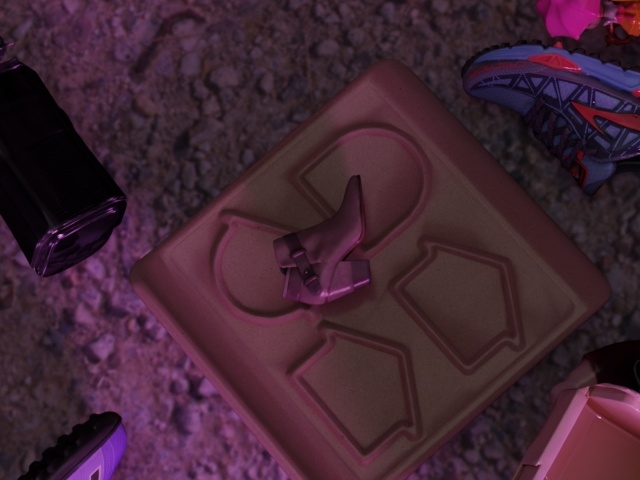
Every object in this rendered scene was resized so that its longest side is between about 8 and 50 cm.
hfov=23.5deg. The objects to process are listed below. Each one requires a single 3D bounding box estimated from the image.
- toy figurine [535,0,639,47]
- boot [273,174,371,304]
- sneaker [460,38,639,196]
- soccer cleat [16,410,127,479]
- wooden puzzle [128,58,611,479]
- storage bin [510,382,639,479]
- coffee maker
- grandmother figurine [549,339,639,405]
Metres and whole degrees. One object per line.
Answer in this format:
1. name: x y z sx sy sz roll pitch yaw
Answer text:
1. toy figurine: 0.281 -0.220 1.437 0.159 0.173 0.130 6 82 3
2. boot: 0.000 0.000 1.413 0.087 0.042 0.118 -5 73 4
3. sneaker: 0.254 -0.109 1.457 0.262 0.104 0.125 15 81 10
4. soccer cleat: -0.269 0.303 1.429 0.116 0.108 0.318 40 80 -9
5. wooden puzzle: 0.046 0.045 1.461 0.348 0.080 0.322 -39 76 -8
6. storage bin: 0.264 0.289 1.262 0.260 0.123 0.262 32 80 -4
7. coffee maker: -0.279 -0.071 1.470 0.120 0.171 0.178 -36 76 -6
8. grandmother figurine: 0.305 0.170 1.392 0.208 0.104 0.342 30 77 -13
